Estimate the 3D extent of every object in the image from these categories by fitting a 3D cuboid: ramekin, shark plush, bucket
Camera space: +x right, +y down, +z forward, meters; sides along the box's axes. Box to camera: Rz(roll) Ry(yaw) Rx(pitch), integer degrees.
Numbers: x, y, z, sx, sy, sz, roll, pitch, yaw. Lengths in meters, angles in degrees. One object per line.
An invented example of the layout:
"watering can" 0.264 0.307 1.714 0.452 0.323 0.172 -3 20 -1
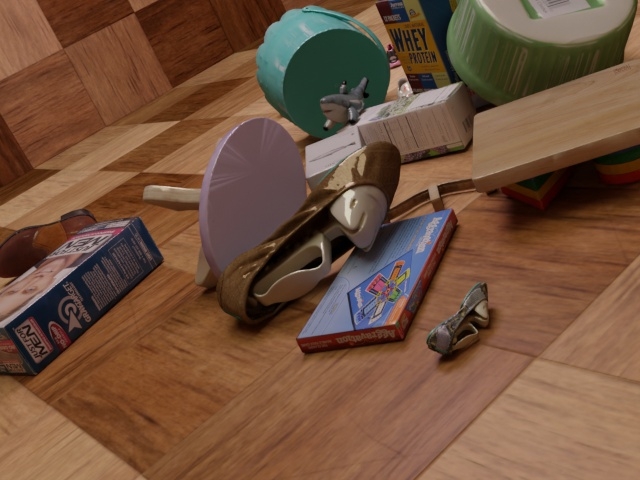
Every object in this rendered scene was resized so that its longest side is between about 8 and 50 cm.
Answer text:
"ramekin" 0.369 -0.371 1.394 0.303 0.148 0.303 0 61 0
"shark plush" 0.057 -0.269 1.576 0.073 0.067 0.161 -2 32 50
"bucket" 0.008 -0.361 1.835 0.281 0.281 0.183 -28 31 -6

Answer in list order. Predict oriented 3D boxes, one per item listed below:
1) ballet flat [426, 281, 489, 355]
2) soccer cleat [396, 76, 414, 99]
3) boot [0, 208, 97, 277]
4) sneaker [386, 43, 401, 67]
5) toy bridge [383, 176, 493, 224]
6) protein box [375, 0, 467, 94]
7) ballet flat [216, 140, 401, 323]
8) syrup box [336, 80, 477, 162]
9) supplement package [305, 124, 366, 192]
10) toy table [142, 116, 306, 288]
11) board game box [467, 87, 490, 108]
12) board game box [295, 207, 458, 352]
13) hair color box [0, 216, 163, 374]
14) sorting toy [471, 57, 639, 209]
"ballet flat" 0.165 0.091 0.943 0.114 0.041 0.041 -40 26 -32
"soccer cleat" 0.190 -0.281 1.703 0.068 0.076 0.196 -25 22 0
"boot" -0.592 0.052 1.829 0.264 0.096 0.280 -21 28 -11
"sneaker" 0.195 -0.498 2.222 0.047 0.057 0.119 -21 21 16
"toy bridge" 0.178 -0.066 1.292 0.188 0.026 0.063 -21 21 11
"protein box" 0.250 -0.408 1.584 0.201 0.200 0.136 -35 24 -20
"ballet flat" 0.000 0.000 1.186 0.342 0.116 0.124 -38 33 -1
"syrup box" 0.159 -0.203 1.531 0.237 0.096 0.093 -11 24 37
"supplement package" 0.040 -0.110 1.436 0.105 0.105 0.179 -22 22 8
"toy table" -0.140 -0.050 1.347 0.161 0.252 0.274 -11 57 55
"board game box" 0.410 -0.384 1.711 0.318 0.066 0.318 -19 23 18
"board game box" 0.084 0.049 1.131 0.145 0.027 0.281 -14 24 32
"hair color box" -0.465 0.094 1.521 0.174 0.105 0.347 -8 28 38
"sorting toy" 0.351 -0.138 1.183 0.257 0.089 0.255 -17 23 19
